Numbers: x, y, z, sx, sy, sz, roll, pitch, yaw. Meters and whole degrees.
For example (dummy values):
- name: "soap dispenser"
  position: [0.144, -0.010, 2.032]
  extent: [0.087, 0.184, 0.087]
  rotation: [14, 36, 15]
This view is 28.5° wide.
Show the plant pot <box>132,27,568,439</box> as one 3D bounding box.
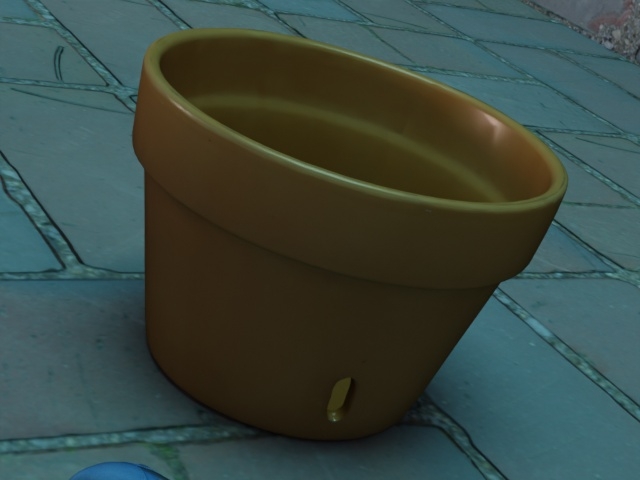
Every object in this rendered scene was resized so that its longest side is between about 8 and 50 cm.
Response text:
- name: "plant pot"
  position: [0.000, 0.000, 0.871]
  extent: [0.290, 0.204, 0.291]
  rotation: [14, 23, -6]

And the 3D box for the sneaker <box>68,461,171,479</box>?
- name: "sneaker"
  position: [-0.044, 0.172, 0.618]
  extent: [0.209, 0.069, 0.082]
  rotation: [31, 22, 30]
